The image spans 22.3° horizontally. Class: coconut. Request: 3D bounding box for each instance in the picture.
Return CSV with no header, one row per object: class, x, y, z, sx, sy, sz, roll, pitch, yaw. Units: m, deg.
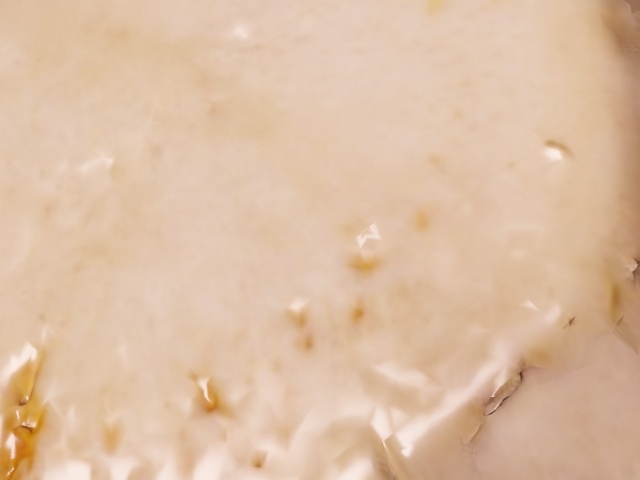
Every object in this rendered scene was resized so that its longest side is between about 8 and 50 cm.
coconut,0.000,0.000,0.461,0.323,0.323,0.323,2,115,5
